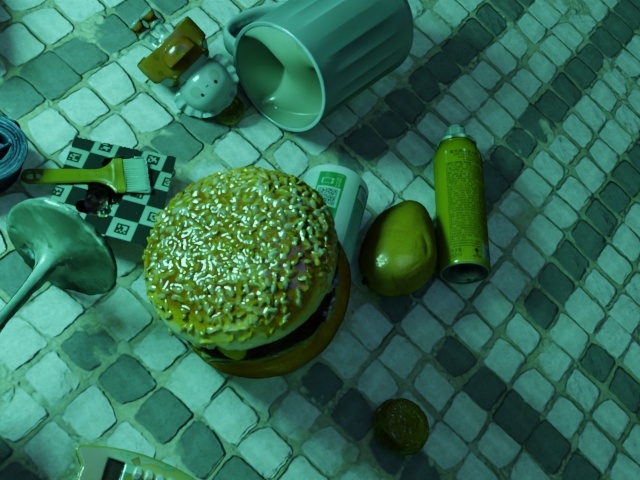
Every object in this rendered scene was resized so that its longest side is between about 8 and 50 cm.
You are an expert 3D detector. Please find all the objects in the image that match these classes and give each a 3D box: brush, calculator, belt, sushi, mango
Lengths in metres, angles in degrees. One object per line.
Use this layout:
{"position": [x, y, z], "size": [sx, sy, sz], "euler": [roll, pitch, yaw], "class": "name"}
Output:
{"position": [-0.407, -0.111, 1.749], "size": [0.218, 0.010, 0.082], "euler": [-3, 52, -14], "class": "brush"}
{"position": [-0.284, 0.411, 1.559], "size": [0.237, 0.033, 0.157], "euler": [24, 55, -17], "class": "calculator"}
{"position": [-0.579, -0.142, 1.678], "size": [0.190, 0.082, 0.141], "euler": [-20, 79, -32], "class": "belt"}
{"position": [-0.365, -0.074, 1.768], "size": [0.192, 0.050, 0.215], "euler": [11, 50, -4], "class": "sushi"}
{"position": [0.159, 0.013, 1.956], "size": [0.147, 0.109, 0.227], "euler": [18, 54, 12], "class": "mango"}

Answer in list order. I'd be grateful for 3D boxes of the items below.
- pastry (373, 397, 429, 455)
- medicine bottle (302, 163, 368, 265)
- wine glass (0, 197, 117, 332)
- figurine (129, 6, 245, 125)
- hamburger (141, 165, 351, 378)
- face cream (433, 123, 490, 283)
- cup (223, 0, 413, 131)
{"position": [0.145, 0.332, 1.804], "size": [0.097, 0.057, 0.109], "euler": [0, 65, -29], "class": "pastry"}
{"position": [0.000, 0.000, 1.865], "size": [0.133, 0.133, 0.274], "euler": [25, 54, -13], "class": "medicine bottle"}
{"position": [-0.485, 0.139, 1.476], "size": [0.267, 0.267, 0.406], "euler": [37, 49, -4], "class": "wine glass"}
{"position": [-0.252, -0.328, 1.932], "size": [0.271, 0.143, 0.143], "euler": [46, 47, -34], "class": "figurine"}
{"position": [-0.117, 0.046, 1.644], "size": [0.330, 0.250, 0.329], "euler": [-6, 67, 14], "class": "hamburger"}
{"position": [0.287, -0.086, 2.077], "size": [0.105, 0.105, 0.348], "euler": [13, 59, -21], "class": "face cream"}
{"position": [-0.015, -0.410, 2.045], "size": [0.323, 0.236, 0.327], "euler": [27, 49, 27], "class": "cup"}
